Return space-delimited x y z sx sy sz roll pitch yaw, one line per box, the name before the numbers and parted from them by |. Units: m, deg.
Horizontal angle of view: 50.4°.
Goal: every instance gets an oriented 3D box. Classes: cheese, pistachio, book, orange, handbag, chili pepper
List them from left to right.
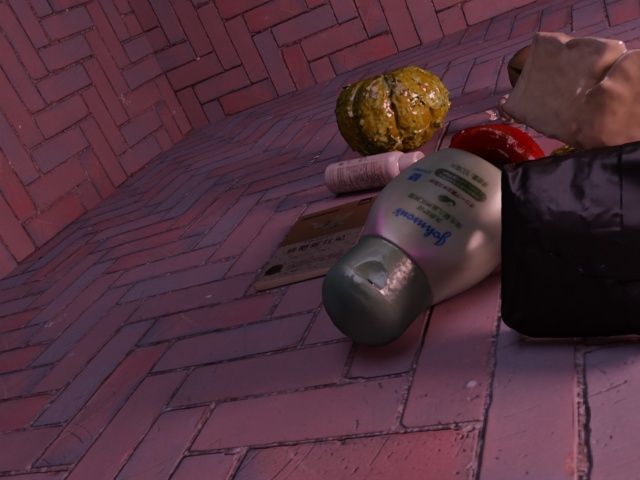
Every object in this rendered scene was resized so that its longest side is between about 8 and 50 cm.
book | 0.000 0.000 1.472 0.217 0.021 0.310 -15 23 25
orange | 0.192 -0.332 1.780 0.301 0.223 0.300 -16 17 7
chili pepper | 0.360 -0.187 1.429 0.137 0.092 0.368 -43 22 -12
pistachio | 0.556 -0.432 1.750 0.136 0.135 0.226 -23 27 6
handbag | 0.331 -0.002 0.846 0.223 0.080 0.246 -9 71 42
cheese | 0.447 -0.191 0.991 0.332 0.153 0.292 18 15 -2

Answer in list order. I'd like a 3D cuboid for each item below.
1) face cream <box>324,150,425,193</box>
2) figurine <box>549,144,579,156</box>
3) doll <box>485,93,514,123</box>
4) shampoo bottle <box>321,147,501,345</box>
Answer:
face cream | 0.133 -0.166 1.638 0.269 0.082 0.082 -5 28 40
figurine | 0.443 -0.109 1.177 0.094 0.115 0.156 -55 -6 13
doll | 0.468 -0.320 1.662 0.127 0.073 0.084 -17 -11 11
shampoo bottle | 0.146 0.016 1.056 0.222 0.151 0.349 37 65 22
